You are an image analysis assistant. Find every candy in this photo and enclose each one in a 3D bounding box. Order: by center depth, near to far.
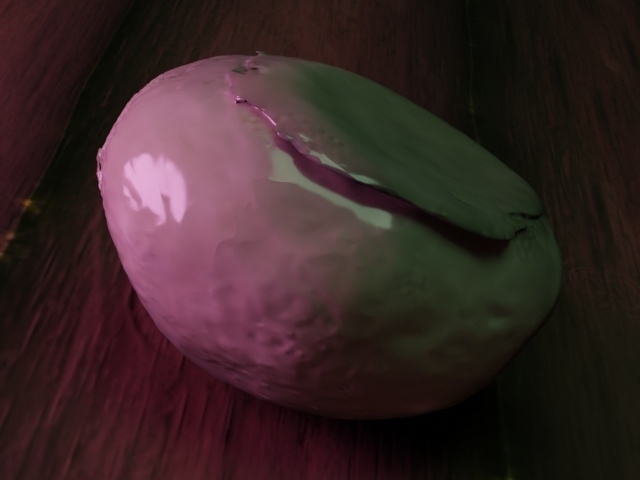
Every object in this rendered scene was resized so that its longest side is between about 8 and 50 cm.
[{"bbox_3d":[0.000,0.000,0.990,0.296,0.185,0.295,27,14,-7],"label":"candy"}]
